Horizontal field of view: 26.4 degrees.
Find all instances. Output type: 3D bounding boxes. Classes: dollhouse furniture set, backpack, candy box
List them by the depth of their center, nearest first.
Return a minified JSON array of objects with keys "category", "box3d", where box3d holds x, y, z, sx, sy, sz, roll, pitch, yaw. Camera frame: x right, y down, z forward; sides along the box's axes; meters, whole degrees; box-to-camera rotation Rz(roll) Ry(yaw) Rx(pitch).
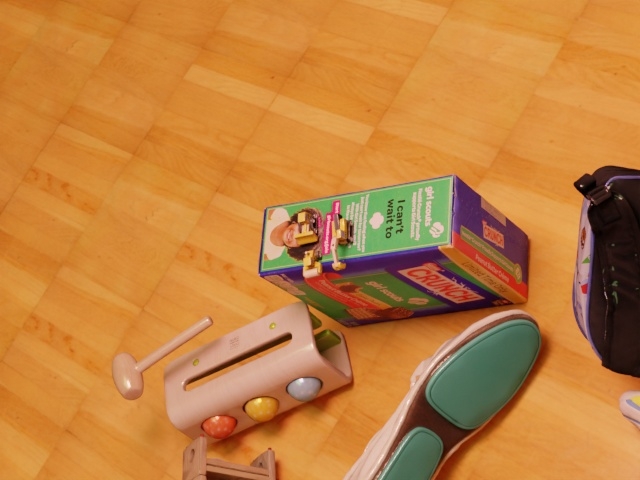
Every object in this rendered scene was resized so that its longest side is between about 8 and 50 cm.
[{"category":"backpack","box3d":[0.444,0.045,1.775,0.276,0.213,0.263,9,96,4]},{"category":"candy box","box3d":[0.113,0.023,2.007,0.317,0.268,0.122,-11,65,29]},{"category":"dollhouse furniture set","box3d":[-0.168,0.400,2.097,0.183,0.129,0.129,-44,39,46]}]

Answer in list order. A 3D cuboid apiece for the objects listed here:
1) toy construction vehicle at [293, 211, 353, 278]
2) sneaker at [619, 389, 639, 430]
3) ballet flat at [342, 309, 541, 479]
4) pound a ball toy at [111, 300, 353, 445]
[{"category":"toy construction vehicle","box3d":[0.000,0.000,1.896,0.086,0.035,0.098,-10,66,29]},{"category":"sneaker","box3d":[0.457,0.289,1.733,0.240,0.091,0.126,31,84,41]},{"category":"ballet flat","box3d":[0.153,0.249,1.948,0.139,0.139,0.400,32,81,42]},{"category":"pound a ball toy","box3d":[-0.138,0.213,2.106,0.319,0.208,0.136,-26,51,18]}]
